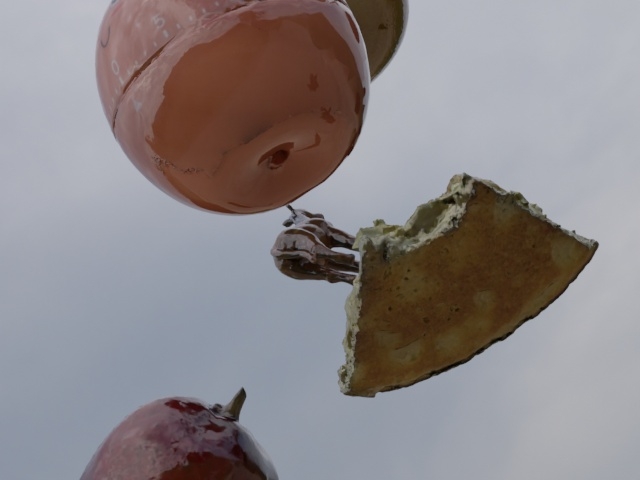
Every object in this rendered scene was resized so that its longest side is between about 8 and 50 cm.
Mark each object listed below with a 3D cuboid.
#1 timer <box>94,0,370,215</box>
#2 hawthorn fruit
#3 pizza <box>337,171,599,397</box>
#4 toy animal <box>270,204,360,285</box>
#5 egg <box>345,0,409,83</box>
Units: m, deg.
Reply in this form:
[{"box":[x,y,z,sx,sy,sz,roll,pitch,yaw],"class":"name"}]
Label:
[{"box":[-0.076,-0.142,1.384,0.230,0.215,0.229,-22,-29,-13],"class":"timer"},{"box":[-0.144,0.268,1.767,0.249,0.215,0.215,-62,-25,-3],"class":"hawthorn fruit"},{"box":[0.131,0.032,1.747,0.323,0.089,0.223,-31,-55,-3],"class":"pizza"},{"box":[0.000,0.000,2.030,0.224,0.230,0.066,-11,-68,-53],"class":"toy animal"},{"box":[-0.062,-0.292,2.030,0.351,0.282,0.282,-3,-34,-16],"class":"egg"}]
